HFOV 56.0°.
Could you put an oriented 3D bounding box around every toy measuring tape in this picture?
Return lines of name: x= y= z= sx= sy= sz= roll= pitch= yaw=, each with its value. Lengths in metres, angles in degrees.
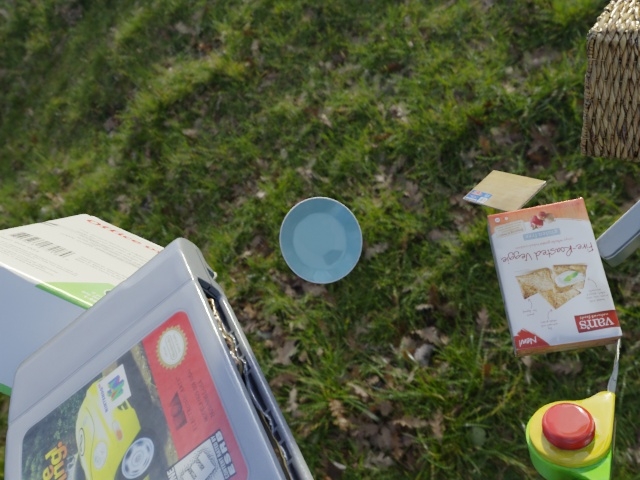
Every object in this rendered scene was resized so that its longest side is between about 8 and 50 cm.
toy measuring tape: x=0.374 y=0.249 z=0.890 sx=0.121 sy=0.121 sz=0.330 roll=-13 pitch=29 yaw=37

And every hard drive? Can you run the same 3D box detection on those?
hard drive: x=0.601 y=-0.037 z=1.112 sx=0.203 sy=0.307 sz=0.040 roll=-48 pitch=67 yaw=16

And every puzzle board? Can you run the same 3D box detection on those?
puzzle board: x=0.349 y=-0.092 z=1.148 sx=0.096 sy=0.011 sz=0.128 roll=-41 pitch=33 yaw=-17

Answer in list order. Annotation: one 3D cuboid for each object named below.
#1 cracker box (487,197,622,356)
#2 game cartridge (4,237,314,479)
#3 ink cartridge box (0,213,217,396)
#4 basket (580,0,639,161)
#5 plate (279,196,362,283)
cracker box: x=0.369 y=0.060 z=0.972 sx=0.155 sy=0.067 sz=0.232 roll=-11 pitch=67 yaw=12
game cartridge: x=-0.118 y=0.150 z=0.400 sx=0.196 sy=0.060 sz=0.294 roll=-41 pitch=48 yaw=6
ink cartridge box: x=-0.249 y=0.069 z=0.654 sx=0.273 sy=0.198 sz=0.115 roll=-66 pitch=0 yaw=-82
basket: x=0.668 y=-0.320 z=1.205 sx=0.223 sy=0.299 sz=0.213 roll=15 pitch=47 yaw=34
plate: x=0.000 y=0.000 z=1.309 sx=0.188 sy=0.188 sz=0.024 roll=-55 pitch=11 yaw=-14
